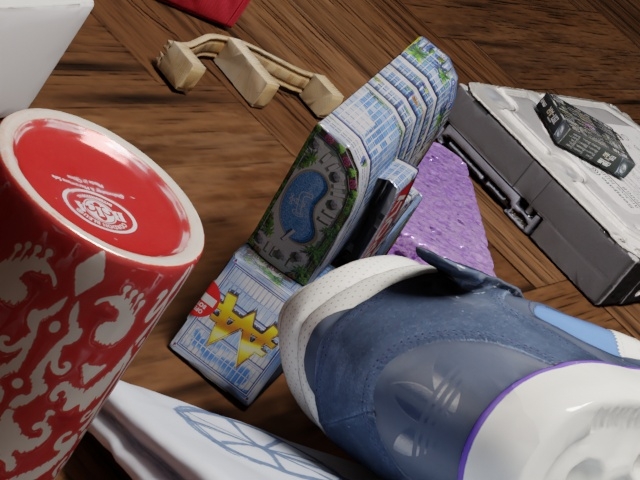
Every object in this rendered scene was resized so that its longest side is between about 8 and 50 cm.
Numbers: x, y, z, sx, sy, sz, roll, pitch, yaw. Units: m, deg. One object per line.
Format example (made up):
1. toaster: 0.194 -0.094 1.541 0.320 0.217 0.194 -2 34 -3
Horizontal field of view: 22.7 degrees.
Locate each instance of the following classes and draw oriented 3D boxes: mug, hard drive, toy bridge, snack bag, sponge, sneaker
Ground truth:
1. mug: -0.135 0.044 0.620 0.113 0.169 0.150 43 23 10
2. hard drive: 0.272 -0.046 1.504 0.237 0.064 0.339 49 26 25
3. toy bridge: -0.058 -0.131 1.234 0.188 0.026 0.063 5 38 -52
4. snack bag: 0.084 0.163 0.715 0.342 0.037 0.323 22 1 -31
5. sponge: 0.072 -0.032 1.231 0.117 0.031 0.210 30 24 -19
6. sneaker: 0.127 0.086 0.855 0.323 0.130 0.236 15 11 -41

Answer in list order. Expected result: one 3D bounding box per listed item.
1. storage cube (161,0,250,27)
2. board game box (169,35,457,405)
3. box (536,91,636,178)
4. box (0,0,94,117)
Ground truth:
1. storage cube: -0.127 -0.319 1.282 0.193 0.184 0.215 19 30 -37
2. board game box: 0.000 0.000 0.923 0.060 0.194 0.194 36 37 6
3. box: 0.241 -0.096 1.446 0.083 0.018 0.067 24 27 -28
4. box: -0.244 -0.154 0.926 0.170 0.091 0.130 43 23 12
